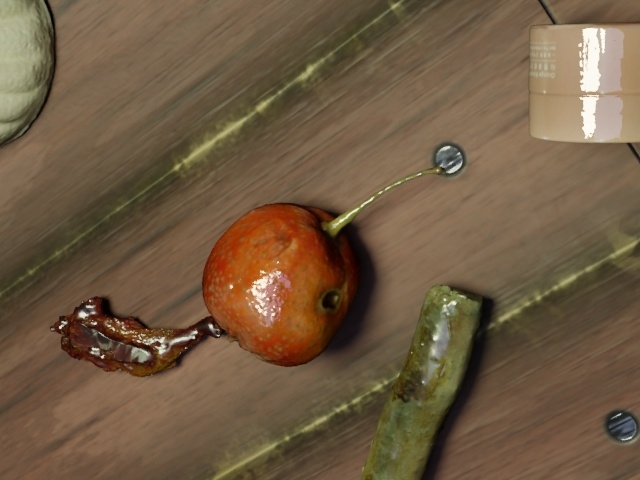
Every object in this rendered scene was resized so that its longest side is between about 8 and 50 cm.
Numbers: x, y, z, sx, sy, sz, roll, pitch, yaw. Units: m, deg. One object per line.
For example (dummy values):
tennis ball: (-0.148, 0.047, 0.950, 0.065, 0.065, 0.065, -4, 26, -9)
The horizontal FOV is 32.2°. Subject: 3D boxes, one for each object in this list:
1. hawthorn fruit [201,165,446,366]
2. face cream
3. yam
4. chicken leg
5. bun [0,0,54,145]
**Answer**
hawthorn fruit: (0.000, 0.000, 1.151, 0.165, 0.165, 0.285, 43, 105, 6)
face cream: (0.267, -0.148, 1.022, 0.149, 0.149, 0.104, 2, 101, 18)
yam: (0.101, 0.194, 1.197, 0.071, 0.067, 0.317, 13, 107, -15)
chicken leg: (-0.218, 0.117, 1.298, 0.219, 0.048, 0.090, 8, 107, 17)
bun: (-0.448, -0.215, 1.238, 0.263, 0.175, 0.263, 4, 105, 17)
